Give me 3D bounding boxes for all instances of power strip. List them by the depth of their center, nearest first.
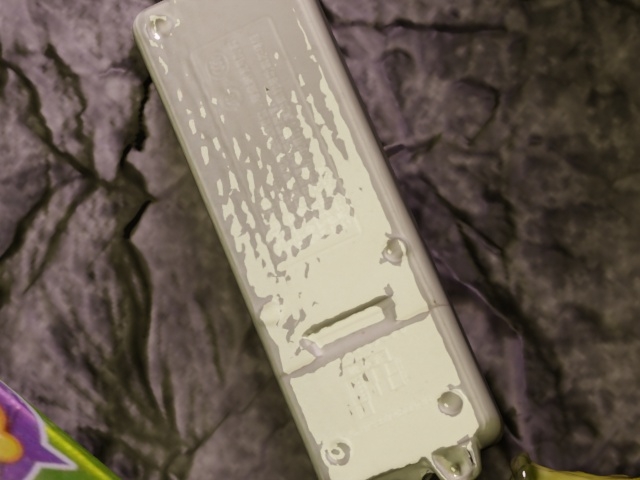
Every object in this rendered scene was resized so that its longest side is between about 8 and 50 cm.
[{"bbox_3d":[0.000,0.000,0.911,0.098,0.058,0.338,-24,77,6],"label":"power strip"}]

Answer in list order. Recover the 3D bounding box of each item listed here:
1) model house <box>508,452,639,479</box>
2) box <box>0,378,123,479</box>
[{"bbox_3d":[0.200,0.194,0.796,0.234,0.175,0.193,-1,80,1],"label":"model house"},{"bbox_3d":[-0.119,0.180,0.866,0.345,0.134,0.097,38,128,15],"label":"box"}]
